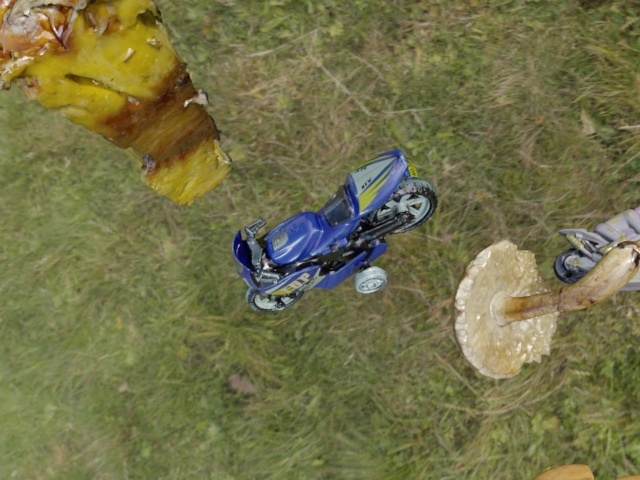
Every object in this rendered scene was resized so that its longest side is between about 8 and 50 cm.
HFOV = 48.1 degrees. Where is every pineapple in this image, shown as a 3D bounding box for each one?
[{"bbox_3d":[-0.128,-0.105,0.406,0.079,0.233,0.135,-35,77,-4],"label":"pineapple"}]

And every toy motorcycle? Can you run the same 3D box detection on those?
[{"bbox_3d":[0.000,0.000,0.885,0.315,0.169,0.113,-35,53,26],"label":"toy motorcycle"},{"bbox_3d":[0.503,0.010,1.175,0.225,0.073,0.152,3,67,25],"label":"toy motorcycle"}]

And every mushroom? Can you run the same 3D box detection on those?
[{"bbox_3d":[0.332,0.089,1.156,0.208,0.233,0.301,34,151,9],"label":"mushroom"}]

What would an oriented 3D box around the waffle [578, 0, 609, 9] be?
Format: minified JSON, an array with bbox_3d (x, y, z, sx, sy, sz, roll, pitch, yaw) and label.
[{"bbox_3d":[0.169,-0.188,0.405,0.329,0.329,0.062,23,127,27],"label":"waffle"}]

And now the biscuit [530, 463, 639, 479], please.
[{"bbox_3d":[0.382,0.455,1.061,0.312,0.057,0.351,20,118,-16],"label":"biscuit"}]
